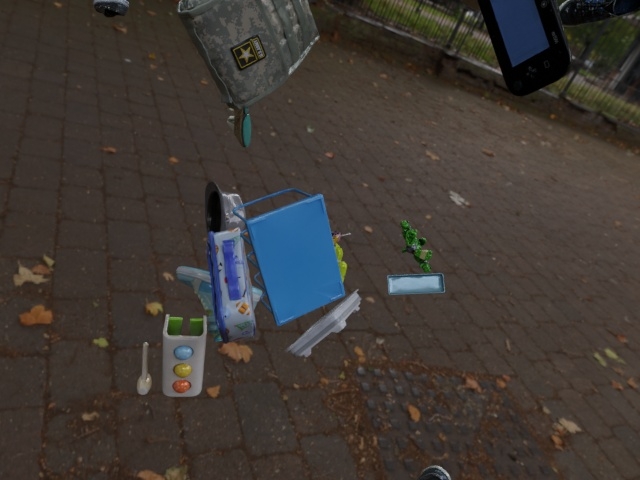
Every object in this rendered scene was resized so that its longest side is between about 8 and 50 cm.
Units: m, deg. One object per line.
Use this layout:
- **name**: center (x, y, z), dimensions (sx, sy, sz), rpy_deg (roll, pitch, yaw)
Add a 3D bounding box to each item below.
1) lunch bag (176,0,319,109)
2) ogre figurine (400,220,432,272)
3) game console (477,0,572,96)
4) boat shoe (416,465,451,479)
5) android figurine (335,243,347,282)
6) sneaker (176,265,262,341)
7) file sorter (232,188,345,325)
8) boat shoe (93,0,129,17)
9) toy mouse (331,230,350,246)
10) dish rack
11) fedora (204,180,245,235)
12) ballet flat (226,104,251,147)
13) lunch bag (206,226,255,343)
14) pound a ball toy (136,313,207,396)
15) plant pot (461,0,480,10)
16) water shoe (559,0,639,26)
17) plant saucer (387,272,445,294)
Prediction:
- **lunch bag**: center (-0.149, -0.450, 1.008), dimensions (0.169, 0.235, 0.287), rpy_deg (15, 61, 29)
- **ogre figurine**: center (0.345, 0.019, 1.752), dimensions (0.197, 0.097, 0.118), rpy_deg (43, 4, 1)
- **game console**: center (0.264, -0.389, 0.660), dimensions (0.044, 0.361, 0.213), rpy_deg (-21, 3, -20)
- **boat shoe**: center (0.287, 0.744, 1.370), dimensions (0.079, 0.254, 0.095), rpy_deg (-17, 54, -47)
- **android figurine**: center (-0.005, 0.100, 1.996), dimensions (0.248, 0.272, 0.056), rpy_deg (19, 7, 21)
- **sneaker**: center (-0.364, 0.210, 1.561), dimensions (0.319, 0.208, 0.127), rpy_deg (16, -5, 22)
- **file sorter**: center (-0.052, 0.018, 0.734), dimensions (0.118, 0.170, 0.104), rpy_deg (-22, 24, -19)
- **boat shoe**: center (-0.569, -0.625, 1.281), dimensions (0.142, 0.040, 0.049), rpy_deg (15, 0, 35)
- **toy mouse**: center (0.000, 0.000, 1.322), dimensions (0.161, 0.031, 0.143), rpy_deg (-14, 15, -31)
- **dish rack**: center (0.029, 0.319, 1.796), dimensions (0.072, 0.285, 0.333), rpy_deg (49, 20, 5)
- **fedora**: center (-0.392, -0.108, 1.980), dimensions (0.124, 0.244, 0.275), rpy_deg (-3, 83, -31)
- **ballet flat**: center (-0.242, -0.372, 1.399), dimensions (0.067, 0.206, 0.073), rpy_deg (13, 39, 7)
- **lunch bag**: center (-0.249, 0.119, 1.317), dimensions (0.115, 0.243, 0.303), rpy_deg (-9, 67, -10)
- **pound a ball toy**: center (-0.472, 0.387, 1.497), dimensions (0.208, 0.319, 0.135), rpy_deg (4, 35, -15)
- **plant pot**: center (0.378, -0.600, 0.921), dimensions (0.257, 0.274, 0.256), rpy_deg (12, 63, -24)
- **water shoe**: center (0.701, -0.587, 1.190), dimensions (0.203, 0.072, 0.080), rpy_deg (-9, 21, 11)
- **plant saucer**: center (0.322, 0.148, 1.611), dimensions (0.192, 0.018, 0.067), rpy_deg (-2, 76, -2)
